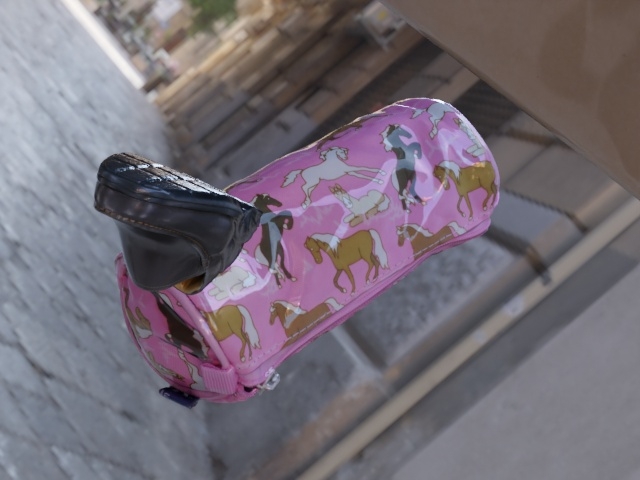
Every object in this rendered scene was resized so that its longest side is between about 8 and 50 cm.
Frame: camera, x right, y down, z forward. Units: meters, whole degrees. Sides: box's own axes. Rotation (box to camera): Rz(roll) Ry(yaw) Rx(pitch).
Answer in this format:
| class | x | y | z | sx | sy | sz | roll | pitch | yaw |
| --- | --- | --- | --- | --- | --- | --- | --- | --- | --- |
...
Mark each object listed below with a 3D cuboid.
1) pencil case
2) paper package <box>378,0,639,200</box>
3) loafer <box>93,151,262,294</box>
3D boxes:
| class | x | y | z | sx | sy | sz | roll | pitch | yaw |
| --- | --- | --- | --- | --- | --- | --- | --- | --- | --- |
| pencil case | 0.000 | 0.000 | 1.095 | 0.160 | 0.386 | 0.167 | 0 | -63 | 51 |
| paper package | 0.200 | -0.227 | 0.731 | 0.325 | 0.168 | 0.309 | 44 | -39 | 29 |
| loafer | -0.072 | -0.002 | 0.585 | 0.062 | 0.061 | 0.170 | 25 | 0 | 14 |
